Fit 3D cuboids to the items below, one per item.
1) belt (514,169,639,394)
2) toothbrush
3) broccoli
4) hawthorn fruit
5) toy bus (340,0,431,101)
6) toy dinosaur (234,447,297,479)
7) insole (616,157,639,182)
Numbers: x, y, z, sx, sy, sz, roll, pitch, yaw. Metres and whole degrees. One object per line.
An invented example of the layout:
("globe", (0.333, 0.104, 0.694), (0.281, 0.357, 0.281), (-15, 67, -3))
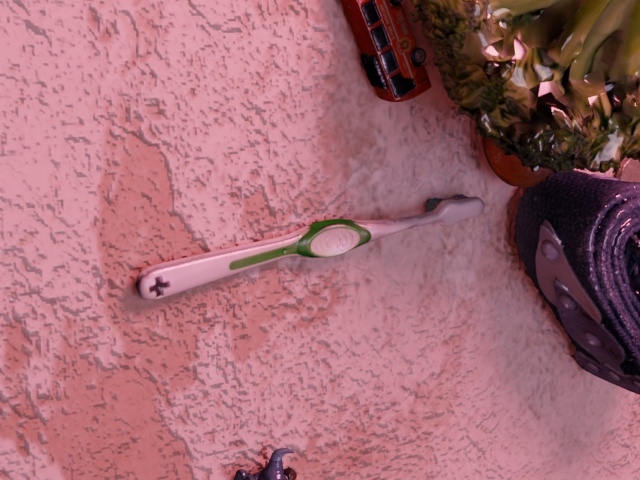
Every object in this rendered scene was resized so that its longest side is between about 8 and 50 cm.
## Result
("belt", (0.265, 0.031, 1.034), (0.122, 0.128, 0.218), (-49, 126, -15))
("toothbrush", (0.001, 0.000, 0.903), (0.304, 0.030, 0.030), (-14, 110, -32))
("broccoli", (0.175, -0.148, 0.881), (0.198, 0.226, 0.176), (-45, 151, -29))
("hawthorn fruit", (0.152, -0.090, 0.975), (0.103, 0.067, 0.067), (45, 74, -6))
("toy bus", (0.046, -0.154, 0.892), (0.043, 0.031, 0.110), (-34, 118, -21))
("toy dinosaur", (-0.041, 0.199, 0.925), (0.047, 0.030, 0.083), (-4, 105, -35))
("insole", (0.317, -0.003, 1.136), (0.063, 0.010, 0.192), (-37, 121, -21))
